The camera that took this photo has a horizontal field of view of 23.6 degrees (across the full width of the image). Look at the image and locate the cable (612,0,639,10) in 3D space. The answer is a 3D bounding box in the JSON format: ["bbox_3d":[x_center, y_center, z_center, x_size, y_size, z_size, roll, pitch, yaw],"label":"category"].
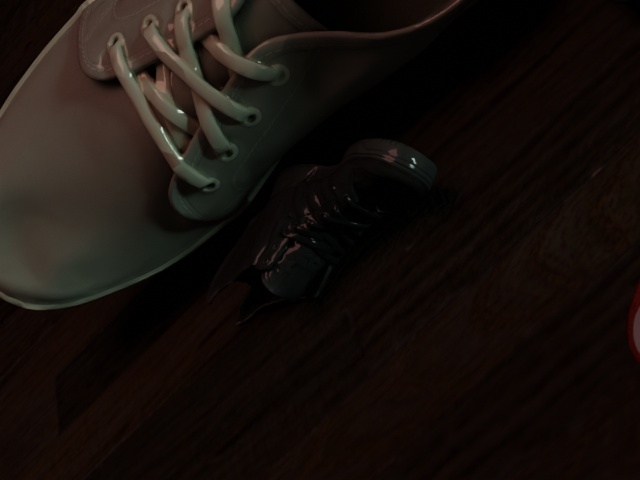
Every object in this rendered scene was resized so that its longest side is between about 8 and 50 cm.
[{"bbox_3d":[0.201,-0.178,0.780,0.184,0.047,0.150,-8,58,48],"label":"cable"}]

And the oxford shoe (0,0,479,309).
[{"bbox_3d":[-0.061,-0.108,0.919,0.449,0.169,0.130,-35,4,19],"label":"oxford shoe"}]

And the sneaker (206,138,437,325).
[{"bbox_3d":[-0.002,-0.001,0.879,0.170,0.051,0.089,-10,52,56],"label":"sneaker"}]

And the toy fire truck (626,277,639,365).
[{"bbox_3d":[0.219,0.004,0.481,0.302,0.169,0.254,-121,46,-59],"label":"toy fire truck"}]
